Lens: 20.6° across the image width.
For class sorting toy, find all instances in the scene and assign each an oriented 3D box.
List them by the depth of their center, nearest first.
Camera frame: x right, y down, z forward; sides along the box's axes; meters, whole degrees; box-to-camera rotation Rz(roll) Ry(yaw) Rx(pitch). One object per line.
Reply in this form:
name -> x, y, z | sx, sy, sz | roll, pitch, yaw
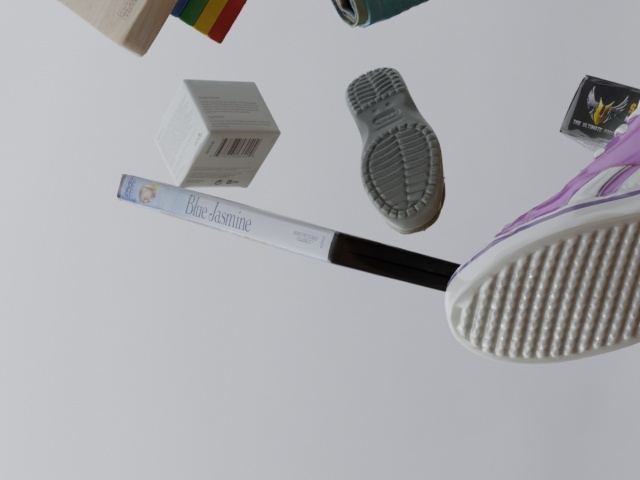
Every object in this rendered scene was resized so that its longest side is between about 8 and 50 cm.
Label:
sorting toy -> -0.111, -0.285, 1.510 | 0.089, 0.255, 0.257 | 28, -85, -31

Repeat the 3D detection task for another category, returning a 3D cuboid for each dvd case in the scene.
dvd case -> 0.000, 0.000, 1.196 | 0.180, 0.253, 0.022 | 14, -89, -39

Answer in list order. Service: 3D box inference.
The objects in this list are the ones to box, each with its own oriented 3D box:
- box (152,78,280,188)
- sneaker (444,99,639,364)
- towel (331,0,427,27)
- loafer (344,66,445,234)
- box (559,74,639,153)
box -> -0.121, -0.123, 2.031 | 0.101, 0.087, 0.102 | -2, -39, -36
sneaker -> 0.199, -0.033, 1.095 | 0.102, 0.282, 0.161 | 59, -171, -34
towel -> 0.093, -0.400, 1.952 | 0.370, 0.040, 0.271 | -29, -94, -40
loafer -> 0.092, -0.090, 1.932 | 0.251, 0.094, 0.087 | -100, -15, -47
box -> 0.336, -0.055, 1.433 | 0.183, 0.231, 0.056 | 25, -90, -39
